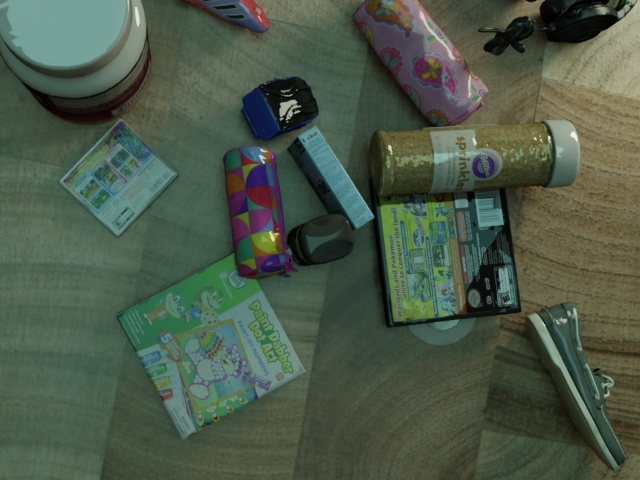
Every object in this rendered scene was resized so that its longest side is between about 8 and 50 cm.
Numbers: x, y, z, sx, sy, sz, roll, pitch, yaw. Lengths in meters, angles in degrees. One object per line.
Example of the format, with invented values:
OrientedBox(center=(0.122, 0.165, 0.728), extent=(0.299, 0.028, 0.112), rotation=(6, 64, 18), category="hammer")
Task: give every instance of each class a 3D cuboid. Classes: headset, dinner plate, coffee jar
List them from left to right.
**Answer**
OrientedBox(center=(0.000, 0.000, 1.661), extent=(0.096, 0.184, 0.079), rotation=(-17, 90, -9), category="coffee jar")
OrientedBox(center=(0.221, 0.123, 1.774), extent=(0.141, 0.017, 0.141), rotation=(1, 87, -9), category="dinner plate")
OrientedBox(center=(0.436, -0.462, 1.741), extent=(0.394, 0.185, 0.243), rotation=(-43, 93, -19), category="headset")

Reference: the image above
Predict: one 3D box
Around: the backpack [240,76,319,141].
OrientedBox(center=(-0.072, -0.235, 1.705), extent=(0.120, 0.101, 0.098), rotation=(-28, 97, -40), category="backpack")

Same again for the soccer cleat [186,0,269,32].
OrientedBox(center=(-0.200, -0.442, 1.712), extent=(0.248, 0.083, 0.095), rotation=(41, 108, -8), category="soccer cleat")

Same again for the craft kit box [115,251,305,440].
OrientedBox(center=(-0.191, 0.181, 1.695), extent=(0.246, 0.061, 0.250), rotation=(-29, 92, -11), category="craft kit box")

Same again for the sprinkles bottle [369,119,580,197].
OrientedBox(center=(0.269, -0.144, 1.705), extent=(0.355, 0.121, 0.121), rotation=(-4, 88, -7), category="sprinkles bottle")

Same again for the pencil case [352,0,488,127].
OrientedBox(center=(0.183, -0.331, 1.738), extent=(0.124, 0.124, 0.284), rotation=(-40, 94, -8), category="pencil case")

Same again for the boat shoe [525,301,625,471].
OrientedBox(center=(0.486, 0.261, 1.756), extent=(0.099, 0.116, 0.320), rotation=(-27, 87, -4), category="boat shoe")

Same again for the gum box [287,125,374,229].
OrientedBox(center=(0.015, -0.102, 1.681), extent=(0.041, 0.157, 0.184), rotation=(-32, 93, -8), category="gum box")

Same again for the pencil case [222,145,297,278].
OrientedBox(center=(-0.105, -0.046, 1.670), extent=(0.104, 0.104, 0.236), rotation=(-10, 76, -8), category="pencil case")

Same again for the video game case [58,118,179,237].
OrientedBox(center=(-0.354, -0.110, 1.700), extent=(0.143, 0.019, 0.157), rotation=(43, 84, -4), category="video game case")

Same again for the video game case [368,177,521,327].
OrientedBox(center=(0.226, 0.008, 1.759), extent=(0.248, 0.035, 0.275), rotation=(-6, 84, -9), category="video game case")

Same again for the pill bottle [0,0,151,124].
OrientedBox(center=(-0.383, -0.318, 1.514), extent=(0.224, 0.392, 0.224), rotation=(0, 87, -8), category="pill bottle")
